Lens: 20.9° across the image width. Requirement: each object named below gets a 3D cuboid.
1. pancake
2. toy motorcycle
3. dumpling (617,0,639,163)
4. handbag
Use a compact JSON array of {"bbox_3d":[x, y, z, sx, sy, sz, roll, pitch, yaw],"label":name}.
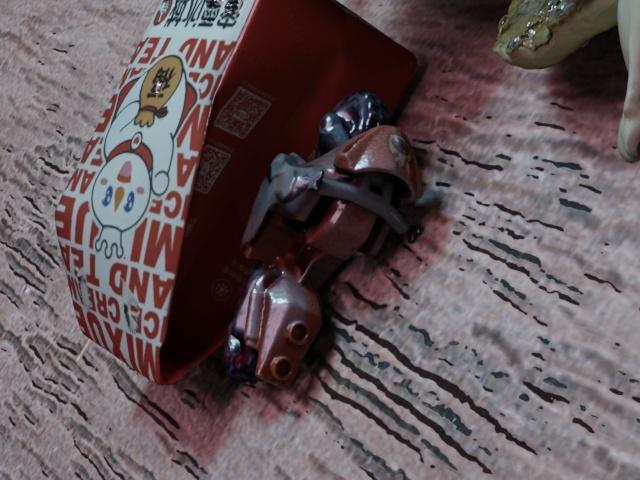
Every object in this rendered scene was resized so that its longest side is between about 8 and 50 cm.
[{"bbox_3d":[0.203,-0.213,1.044,0.282,0.049,0.282,-46,17,18],"label":"pancake"},{"bbox_3d":[0.000,0.000,1.144,0.118,0.084,0.212,19,84,61],"label":"toy motorcycle"},{"bbox_3d":[0.223,-0.124,0.902,0.181,0.111,0.155,-21,5,13],"label":"dumpling"},{"bbox_3d":[-0.080,-0.044,1.251,0.171,0.151,0.298,12,73,58],"label":"handbag"}]
